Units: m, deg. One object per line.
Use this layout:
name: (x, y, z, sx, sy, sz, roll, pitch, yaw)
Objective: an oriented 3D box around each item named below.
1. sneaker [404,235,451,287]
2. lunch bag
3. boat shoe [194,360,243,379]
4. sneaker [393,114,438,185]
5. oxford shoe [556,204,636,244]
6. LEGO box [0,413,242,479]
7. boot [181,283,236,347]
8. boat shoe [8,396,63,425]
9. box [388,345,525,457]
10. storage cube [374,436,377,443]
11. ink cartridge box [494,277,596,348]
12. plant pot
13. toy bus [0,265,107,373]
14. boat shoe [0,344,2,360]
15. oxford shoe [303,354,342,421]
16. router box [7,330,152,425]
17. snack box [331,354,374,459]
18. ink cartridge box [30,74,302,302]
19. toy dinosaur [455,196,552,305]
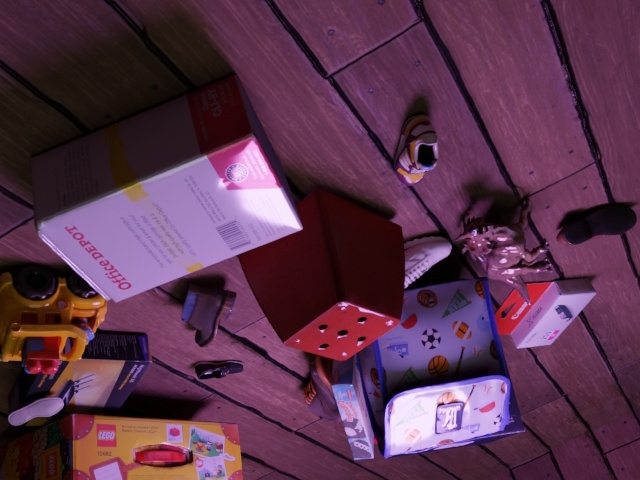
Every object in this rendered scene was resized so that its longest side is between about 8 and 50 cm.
sneaker: (0.200, 0.064, 1.883, 0.235, 0.095, 0.090, -19, 144, -3)
lunch bag: (0.265, 0.302, 1.947, 0.327, 0.386, 0.239, -9, 178, -11)
boat shoe: (-0.258, 0.336, 2.083, 0.133, 0.042, 0.049, 3, 138, -31)
sneaker: (0.189, -0.155, 1.587, 0.069, 0.084, 0.186, -13, 145, -8)
oxford shoe: (0.682, -0.038, 2.013, 0.212, 0.076, 0.076, -14, 175, -12)
LEGO box: (-0.512, 0.592, 2.086, 0.372, 0.193, 0.500, -27, 151, 36)
boot: (-0.273, 0.165, 1.836, 0.106, 0.082, 0.219, 21, 137, -14)
boat shoe: (-0.636, 0.378, 1.820, 0.125, 0.038, 0.046, -23, 103, -2)
box: (0.325, 0.393, 2.174, 0.343, 0.313, 0.179, -1, 158, -23)
storage cube: (0.248, 0.488, 2.405, 0.193, 0.184, 0.215, -39, 141, 27)
ink cartridge box: (0.615, 0.214, 2.317, 0.238, 0.060, 0.275, -4, 142, -23)
plant pot: (0.022, 0.095, 1.692, 0.267, 0.236, 0.267, 23, 131, -39)
toy bus: (-0.520, 0.172, 1.589, 0.220, 0.212, 0.149, 4, 138, -32)
boat shoe: (-0.633, 0.203, 1.718, 0.152, 0.056, 0.049, -27, 141, -5)
oxford shoe: (0.010, 0.428, 2.265, 0.132, 0.130, 0.364, -13, 143, 8)
router box: (-0.564, 0.325, 1.887, 0.242, 0.081, 0.309, 7, 137, -33)
snack box: (0.091, 0.411, 2.150, 0.060, 0.187, 0.322, -6, 130, 11)
ink cartridge box: (-0.262, -0.079, 1.409, 0.384, 0.160, 0.279, -22, 145, 3)
toy dinosaur: (0.414, 0.031, 1.875, 0.200, 0.127, 0.296, -17, 128, 0)
